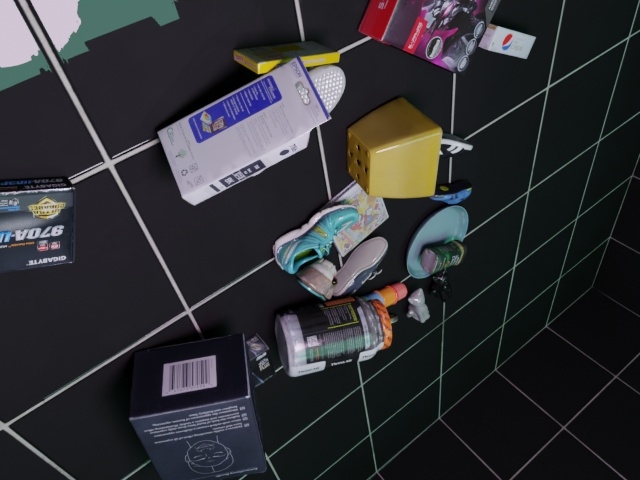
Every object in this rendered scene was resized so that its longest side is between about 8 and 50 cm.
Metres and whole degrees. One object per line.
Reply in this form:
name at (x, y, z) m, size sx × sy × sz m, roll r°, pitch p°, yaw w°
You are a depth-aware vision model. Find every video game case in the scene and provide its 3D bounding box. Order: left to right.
video game case at (0.107, -0.080, 1.592) m, size 0.206 × 0.026 × 0.227 m, roll -40°, pitch 141°, yaw -10°

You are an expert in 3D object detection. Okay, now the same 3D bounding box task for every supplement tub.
supplement tub at (0.039, 0.294, 1.628) m, size 0.337 × 0.207 × 0.207 m, roll -9°, pitch 129°, yaw -15°

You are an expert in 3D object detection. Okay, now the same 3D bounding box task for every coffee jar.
coffee jar at (0.463, 0.058, 1.932) m, size 0.184 × 0.079 × 0.096 m, roll -15°, pitch 131°, yaw -35°

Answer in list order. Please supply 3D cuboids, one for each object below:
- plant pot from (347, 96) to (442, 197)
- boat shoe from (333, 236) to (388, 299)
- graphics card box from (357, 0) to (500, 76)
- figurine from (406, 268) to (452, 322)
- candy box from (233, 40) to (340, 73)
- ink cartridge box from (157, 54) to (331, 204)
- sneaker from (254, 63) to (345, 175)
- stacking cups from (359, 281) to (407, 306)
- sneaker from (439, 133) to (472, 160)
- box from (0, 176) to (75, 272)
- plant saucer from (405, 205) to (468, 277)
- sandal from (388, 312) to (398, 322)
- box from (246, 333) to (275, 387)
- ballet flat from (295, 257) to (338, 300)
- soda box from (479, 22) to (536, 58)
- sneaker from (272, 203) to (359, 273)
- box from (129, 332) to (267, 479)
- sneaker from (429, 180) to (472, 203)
plant pot at (0.184, -0.236, 1.410) m, size 0.187 × 0.212 × 0.212 m, roll -17°, pitch 133°, yaw -16°
boat shoe at (0.135, 0.097, 1.709) m, size 0.254 × 0.095 × 0.079 m, roll -50°, pitch 140°, yaw 4°
graphics card box at (0.285, -0.575, 1.300) m, size 0.370 × 0.094 × 0.233 m, roll 1°, pitch 120°, yaw -45°
figurine at (0.430, 0.213, 2.062) m, size 0.215 × 0.092 × 0.209 m, roll -40°, pitch 150°, yaw -10°
candy box at (-0.070, -0.394, 1.104) m, size 0.205 × 0.105 × 0.027 m, roll -20°, pitch 134°, yaw -31°
ink cartridge box at (-0.150, -0.219, 1.040) m, size 0.332 × 0.165 × 0.065 m, roll -26°, pitch 162°, yaw 7°
sneaker at (-0.094, -0.291, 1.149) m, size 0.321 × 0.127 × 0.126 m, roll -43°, pitch 144°, yaw -10°
stacking cups at (0.185, 0.224, 1.875) m, size 0.316 × 0.096 × 0.096 m, roll -24°, pitch 135°, yaw -33°
sneaker at (0.383, -0.277, 1.658) m, size 0.216 × 0.079 × 0.121 m, roll 1°, pitch 124°, yaw -34°
box at (-0.582, -0.026, 0.968) m, size 0.220 × 0.051 × 0.175 m, roll -9°, pitch 127°, yaw -39°
plant saucer at (0.432, 0.000, 1.951) m, size 0.317 × 0.043 × 0.318 m, roll -24°, pitch 135°, yaw -27°
sandal at (0.155, 0.344, 1.856) m, size 0.302 × 0.086 × 0.120 m, roll -34°, pitch 174°, yaw 22°
box at (-0.242, 0.403, 1.620) m, size 0.180 × 0.077 × 0.147 m, roll -29°, pitch 137°, yaw -22°
ballet flat at (-0.001, 0.109, 1.537) m, size 0.106 × 0.107 × 0.316 m, roll -54°, pitch 170°, yaw -5°
soda box at (0.545, -0.597, 1.540) m, size 0.216 × 0.074 × 0.069 m, roll -8°, pitch 127°, yaw -39°
sneaker at (0.000, 0.000, 1.467) m, size 0.275 × 0.110 × 0.107 m, roll -34°, pitch 141°, yaw -4°
box at (-0.320, 0.478, 1.426) m, size 0.293 × 0.212 × 0.396 m, roll -8°, pitch 131°, yaw -7°
sneaker at (0.454, -0.155, 1.824) m, size 0.209 × 0.069 × 0.082 m, roll -14°, pitch 134°, yaw -36°
